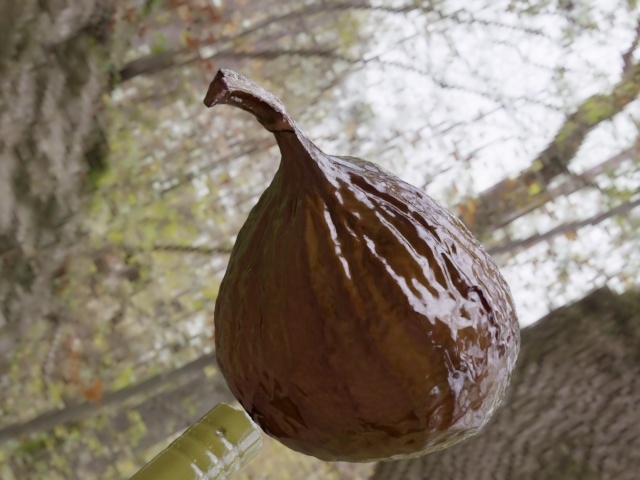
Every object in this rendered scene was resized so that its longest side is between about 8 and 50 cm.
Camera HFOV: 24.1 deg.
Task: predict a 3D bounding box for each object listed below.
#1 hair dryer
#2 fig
[{"bbox_3d":[-0.140,0.182,0.859,0.090,0.278,0.135,40,-31,18],"label":"hair dryer"},{"bbox_3d":[0.000,0.000,0.668,0.146,0.134,0.201,-9,-62,41],"label":"fig"}]
